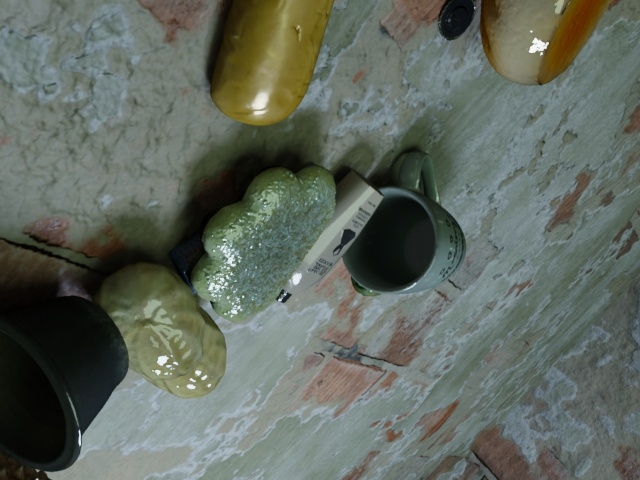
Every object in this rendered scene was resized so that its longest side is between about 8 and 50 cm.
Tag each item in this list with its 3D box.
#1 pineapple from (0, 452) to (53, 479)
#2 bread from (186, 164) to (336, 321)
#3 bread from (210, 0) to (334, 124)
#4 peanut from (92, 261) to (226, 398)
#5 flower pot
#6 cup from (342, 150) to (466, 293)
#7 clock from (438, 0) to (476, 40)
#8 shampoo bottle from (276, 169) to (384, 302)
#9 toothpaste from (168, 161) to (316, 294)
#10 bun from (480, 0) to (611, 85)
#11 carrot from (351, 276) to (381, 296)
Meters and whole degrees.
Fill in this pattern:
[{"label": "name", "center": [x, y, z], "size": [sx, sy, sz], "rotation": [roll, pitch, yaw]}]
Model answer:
[{"label": "pineapple", "center": [-0.519, 0.365, 1.062], "size": [0.223, 0.223, 0.357], "rotation": [-39, 139, -8]}, {"label": "bread", "center": [-0.094, 0.004, 1.153], "size": [0.207, 0.056, 0.286], "rotation": [14, 113, -52]}, {"label": "bread", "center": [-0.043, -0.281, 0.948], "size": [0.142, 0.091, 0.305], "rotation": [-21, 142, -41]}, {"label": "peanut", "center": [-0.230, 0.147, 1.171], "size": [0.152, 0.152, 0.313], "rotation": [-37, 149, -11]}, {"label": "flower pot", "center": [-0.351, 0.165, 1.021], "size": [0.148, 0.235, 0.235], "rotation": [-37, 153, -49]}, {"label": "cup", "center": [0.176, -0.031, 1.427], "size": [0.234, 0.186, 0.258], "rotation": [5, 96, -60]}, {"label": "clock", "center": [0.215, -0.352, 1.225], "size": [0.074, 0.010, 0.083], "rotation": [-54, 147, 15]}, {"label": "shampoo bottle", "center": [0.000, 0.000, 1.322], "size": [0.257, 0.078, 0.127], "rotation": [-50, 148, 10]}, {"label": "toothpaste", "center": [-0.102, -0.021, 1.208], "size": [0.272, 0.053, 0.066], "rotation": [-33, 146, -16]}, {"label": "bun", "center": [0.342, -0.393, 1.180], "size": [0.299, 0.164, 0.299], "rotation": [-48, 161, -22]}, {"label": "carrot", "center": [0.167, 0.067, 1.607], "size": [0.298, 0.078, 0.078], "rotation": [-4, 131, -54]}]
